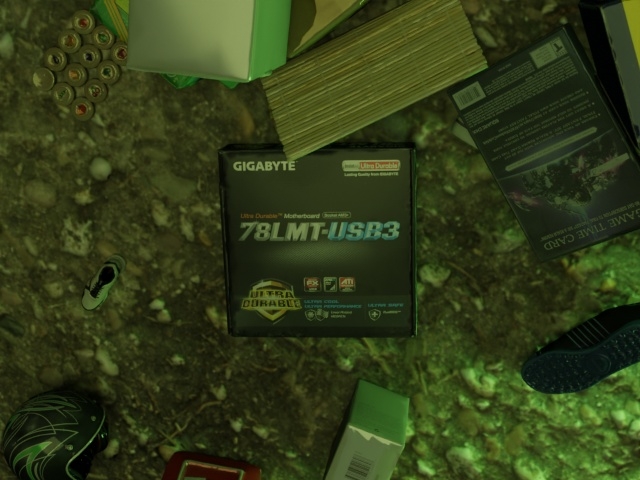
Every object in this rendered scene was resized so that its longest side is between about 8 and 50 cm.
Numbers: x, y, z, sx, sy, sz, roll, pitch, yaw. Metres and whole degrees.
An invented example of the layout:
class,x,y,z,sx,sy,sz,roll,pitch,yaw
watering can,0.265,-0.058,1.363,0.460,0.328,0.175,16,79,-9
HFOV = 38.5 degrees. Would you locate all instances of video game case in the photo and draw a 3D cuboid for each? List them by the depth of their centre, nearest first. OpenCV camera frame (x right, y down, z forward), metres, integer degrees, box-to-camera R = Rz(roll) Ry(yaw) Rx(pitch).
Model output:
class,x,y,z,sx,sy,sz,roll,pitch,yaw
video game case,0.306,-0.118,1.201,0.196,0.026,0.274,-25,97,45

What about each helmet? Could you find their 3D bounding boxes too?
class,x,y,z,sx,sy,sz,roll,pitch,yaw
helmet,-0.427,0.322,1.484,0.169,0.169,0.162,-1,122,7

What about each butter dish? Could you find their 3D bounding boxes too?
class,x,y,z,sx,sy,sz,roll,pitch,yaw
butter dish,-0.189,0.446,1.511,0.159,0.160,0.118,10,130,4

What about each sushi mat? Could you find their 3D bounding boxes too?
class,x,y,z,sx,sy,sz,roll,pitch,yaw
sushi mat,0.067,-0.239,1.300,0.316,0.019,0.151,-24,72,12

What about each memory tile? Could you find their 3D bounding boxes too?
class,x,y,z,sx,sy,sz,roll,pitch,yaw
memory tile,-0.360,-0.264,1.388,0.113,0.012,0.148,40,107,-4

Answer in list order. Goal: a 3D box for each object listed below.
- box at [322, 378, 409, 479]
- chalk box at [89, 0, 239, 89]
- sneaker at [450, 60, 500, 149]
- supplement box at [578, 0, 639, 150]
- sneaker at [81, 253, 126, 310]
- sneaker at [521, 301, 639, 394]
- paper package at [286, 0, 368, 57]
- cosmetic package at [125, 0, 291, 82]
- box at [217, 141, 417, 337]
class,x,y,z,sx,sy,sz,roll,pitch,yaw
box,0.070,0.314,1.412,0.091,0.170,0.130,21,107,3
chalk box,-0.189,-0.304,1.293,0.213,0.132,0.132,40,107,-5
sneaker,0.343,-0.151,1.286,0.282,0.102,0.161,30,104,-2
supplement box,0.542,-0.274,1.175,0.356,0.194,0.195,-17,103,11
sneaker,-0.354,0.070,1.465,0.040,0.044,0.109,33,109,-5
sneaker,0.413,0.160,1.379,0.232,0.090,0.081,-27,102,35
paper package,-0.015,-0.460,1.209,0.309,0.168,0.325,-35,99,17
cosmetic package,-0.112,-0.386,1.048,0.156,0.217,0.385,9,105,7
box,0.000,0.000,1.387,0.295,0.073,0.293,1,106,6
